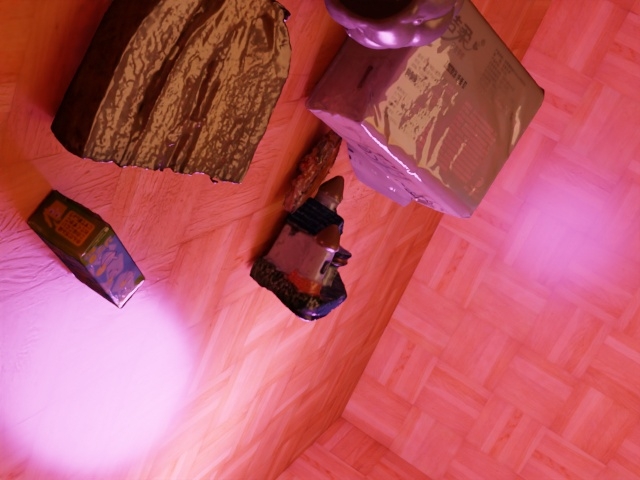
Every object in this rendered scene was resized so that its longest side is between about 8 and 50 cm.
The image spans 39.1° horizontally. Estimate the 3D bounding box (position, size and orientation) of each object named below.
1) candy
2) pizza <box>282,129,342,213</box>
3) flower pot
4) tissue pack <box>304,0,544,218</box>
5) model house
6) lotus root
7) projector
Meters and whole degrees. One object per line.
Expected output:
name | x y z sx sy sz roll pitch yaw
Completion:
candy | -0.309 0.016 1.211 0.062 0.097 0.194 -54 163 -17
pizza | -0.023 -0.135 1.861 0.195 0.052 0.185 -55 171 -27
flower pot | 0.119 -0.421 1.428 0.246 0.246 0.195 -64 163 19
tissue pack | 0.215 -0.280 1.775 0.405 0.205 0.332 35 84 -43
model house | 0.000 0.000 1.965 0.291 0.184 0.253 -65 160 12
lotus root | -0.178 -0.223 1.094 0.267 0.149 0.260 4 114 -52
projector | 0.161 -0.179 2.062 0.088 0.193 0.269 -55 163 -12
